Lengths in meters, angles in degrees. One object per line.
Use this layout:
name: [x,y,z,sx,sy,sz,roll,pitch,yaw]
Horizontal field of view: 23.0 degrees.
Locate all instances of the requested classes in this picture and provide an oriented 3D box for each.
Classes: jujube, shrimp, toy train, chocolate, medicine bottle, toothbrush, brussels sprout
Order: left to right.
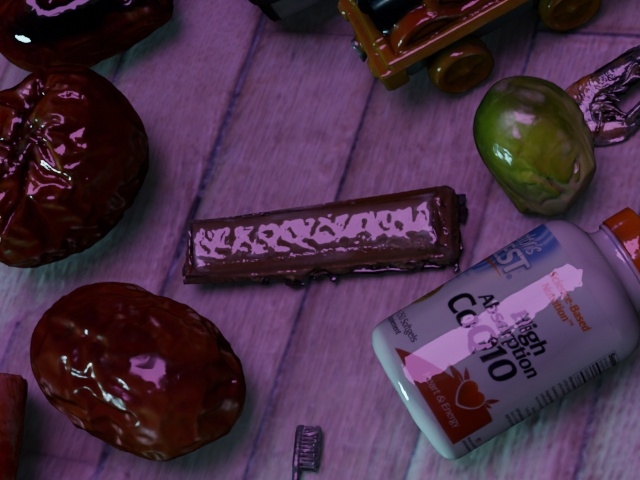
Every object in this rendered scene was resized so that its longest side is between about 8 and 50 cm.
jujube: [-0.313,-0.084,1.832,0.232,0.213,0.213,-37,56,5]
jujube: [-0.303,-0.297,1.965,0.236,0.168,0.168,-8,60,15]
jujube: [-0.195,0.138,1.676,0.250,0.174,0.174,17,70,33]
toothbrush: [-0.025,0.336,1.585,0.031,0.023,0.321,-6,60,22]
chocolate: [-0.002,-0.006,1.740,0.329,0.065,0.102,-6,60,17]
toy train: [0.186,-0.323,1.740,0.369,0.232,0.163,-28,55,6]
medicine bottle: [0.207,0.082,1.553,0.288,0.157,0.157,-32,56,3]
brussels sprout: [0.227,-0.105,1.659,0.117,0.155,0.155,-45,56,-7]
shrimp: [0.334,-0.162,1.717,0.161,0.034,0.091,-38,67,6]

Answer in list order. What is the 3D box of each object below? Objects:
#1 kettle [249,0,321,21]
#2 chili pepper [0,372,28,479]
kettle: [0.001,-0.365,1.861,0.236,0.161,0.221,-32,27,4]
chili pepper: [-0.441,0.245,1.682,0.251,0.229,0.305,-12,58,36]
